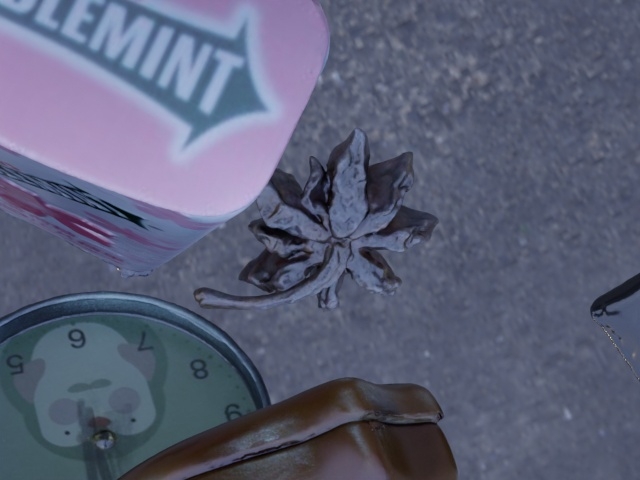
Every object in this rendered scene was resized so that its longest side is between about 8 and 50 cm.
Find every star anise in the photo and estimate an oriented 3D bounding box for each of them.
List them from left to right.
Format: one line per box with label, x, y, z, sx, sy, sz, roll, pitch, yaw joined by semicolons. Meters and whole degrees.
star anise;0.000;0.001;1.355;0.209;0.089;0.231;28;109;-24

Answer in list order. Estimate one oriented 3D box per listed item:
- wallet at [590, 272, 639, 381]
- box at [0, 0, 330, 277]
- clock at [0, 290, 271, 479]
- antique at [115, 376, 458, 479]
wallet;0.448;0.047;1.400;0.377;0.197;0.051;-39;173;33
box;-0.125;-0.067;0.702;0.190;0.370;0.112;28;80;-7
clock;-0.196;0.182;1.342;0.319;0.319;0.066;-5;141;-13
antique;-0.043;0.187;0.938;0.278;0.129;0.223;-29;157;23
